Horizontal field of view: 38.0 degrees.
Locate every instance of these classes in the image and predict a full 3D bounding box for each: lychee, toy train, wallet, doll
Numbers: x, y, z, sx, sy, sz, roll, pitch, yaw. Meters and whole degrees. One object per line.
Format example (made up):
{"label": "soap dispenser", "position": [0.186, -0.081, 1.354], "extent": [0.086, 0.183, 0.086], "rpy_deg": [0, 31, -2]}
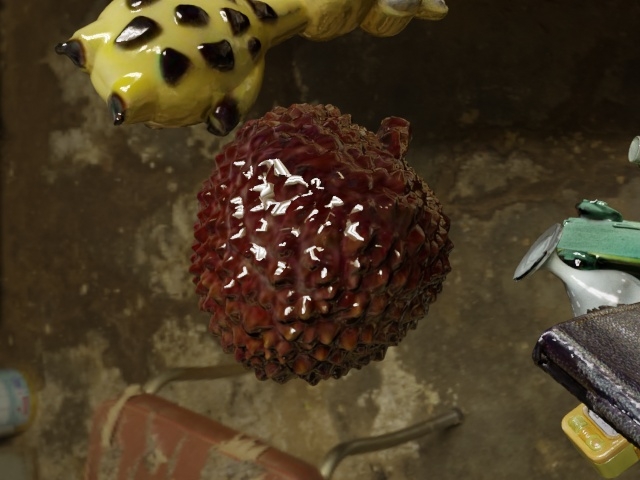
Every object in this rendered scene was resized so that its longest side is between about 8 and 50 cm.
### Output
{"label": "lychee", "position": [0.000, 0.000, 1.051], "extent": [0.306, 0.306, 0.330], "rpy_deg": [42, 99, 29]}
{"label": "toy train", "position": [0.572, 0.028, 1.571], "extent": [0.368, 0.237, 0.150], "rpy_deg": [10, 81, 47]}
{"label": "wallet", "position": [0.363, 0.148, 0.929], "extent": [0.221, 0.262, 0.071], "rpy_deg": [39, 124, 35]}
{"label": "doll", "position": [-0.025, -0.146, 0.590], "extent": [0.117, 0.291, 0.086], "rpy_deg": [57, 148, 4]}

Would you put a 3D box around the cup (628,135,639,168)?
{"label": "cup", "position": [0.592, -0.149, 1.652], "extent": [0.083, 0.075, 0.055], "rpy_deg": [12, 68, -3]}

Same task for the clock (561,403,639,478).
{"label": "clock", "position": [0.601, 0.363, 1.858], "extent": [0.202, 0.096, 0.143], "rpy_deg": [-37, 31, -1]}

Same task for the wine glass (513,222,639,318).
{"label": "wine glass", "position": [0.433, 0.087, 1.472], "extent": [0.241, 0.126, 0.126], "rpy_deg": [38, 116, -1]}
